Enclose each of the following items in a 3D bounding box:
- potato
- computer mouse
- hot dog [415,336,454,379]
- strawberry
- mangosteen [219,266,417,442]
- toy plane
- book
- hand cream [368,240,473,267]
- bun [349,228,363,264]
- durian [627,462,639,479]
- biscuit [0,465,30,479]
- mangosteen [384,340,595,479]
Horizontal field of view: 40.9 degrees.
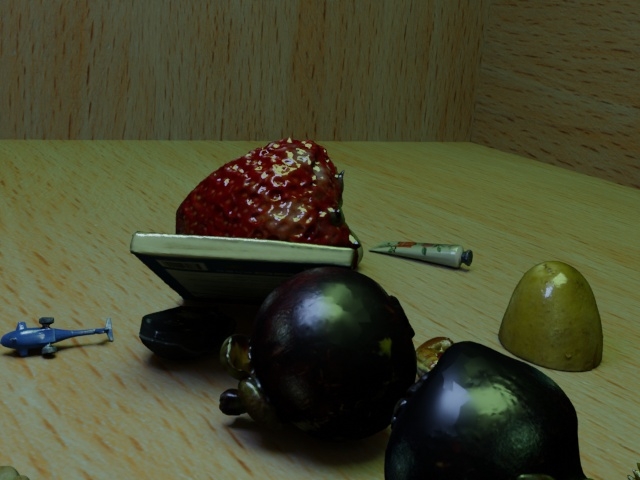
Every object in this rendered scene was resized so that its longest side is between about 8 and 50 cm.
[{"bbox_3d":[0.399,0.115,1.462,0.178,0.158,0.203,11,20,20],"label":"potato"},{"bbox_3d":[-0.201,0.143,1.297,0.105,0.062,0.192,11,10,22],"label":"computer mouse"},{"bbox_3d":[0.213,0.207,1.202,0.131,0.069,0.253,3,17,-15],"label":"hot dog"},{"bbox_3d":[-0.095,-0.044,1.604,0.310,0.292,0.292,-5,18,-23],"label":"strawberry"},{"bbox_3d":[-0.009,0.156,1.087,0.265,0.228,0.228,-29,17,2],"label":"mangosteen"},{"bbox_3d":[-0.387,0.140,1.271,0.167,0.054,0.062,-4,-7,-30],"label":"toy plane"},{"bbox_3d":[-0.100,0.056,1.323,0.300,0.039,0.428,3,-12,1],"label":"book"},{"bbox_3d":[0.226,0.025,1.927,0.234,0.050,0.080,7,18,29],"label":"hand cream"},{"bbox_3d":[0.000,0.000,1.811,0.183,0.102,0.183,6,13,-1],"label":"bun"},{"bbox_3d":[0.401,0.272,0.901,0.153,0.187,0.260,12,2,-3],"label":"durian"},{"bbox_3d":[-0.270,0.302,0.722,0.325,0.044,0.217,18,20,35],"label":"biscuit"},{"bbox_3d":[0.178,0.229,0.871,0.243,0.243,0.243,6,15,-2],"label":"mangosteen"}]
